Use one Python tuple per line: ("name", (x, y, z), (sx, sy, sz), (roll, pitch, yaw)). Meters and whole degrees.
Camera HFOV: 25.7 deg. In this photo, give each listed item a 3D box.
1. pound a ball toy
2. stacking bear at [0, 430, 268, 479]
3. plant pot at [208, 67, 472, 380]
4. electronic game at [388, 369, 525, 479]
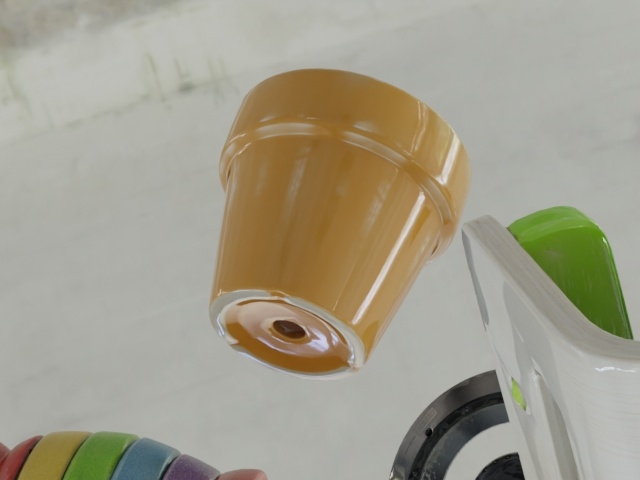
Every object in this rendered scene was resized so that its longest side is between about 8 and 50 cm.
("pound a ball toy", (0.182, 0.071, 0.456), (0.208, 0.319, 0.135), (-22, -148, -8))
("stacking bear", (-0.199, 0.221, 1.085), (0.289, 0.175, 0.164), (13, -137, 7))
("plant pot", (0.000, 0.000, 1.118), (0.205, 0.205, 0.188), (4, -126, 24))
("electronic game", (0.164, 0.216, 1.129), (0.229, 0.048, 0.229), (-3, -101, 18))
